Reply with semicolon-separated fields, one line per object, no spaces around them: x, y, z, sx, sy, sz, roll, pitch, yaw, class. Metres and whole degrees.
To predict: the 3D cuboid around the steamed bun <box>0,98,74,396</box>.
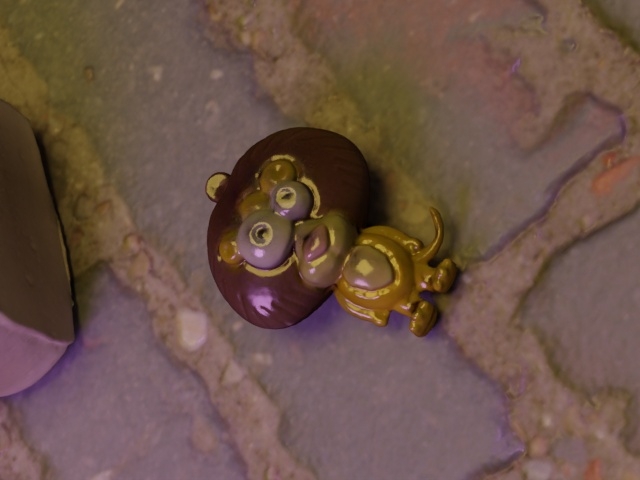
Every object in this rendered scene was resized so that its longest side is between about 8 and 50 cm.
-0.301;0.006;1.465;0.164;0.146;0.242;-25;64;19;steamed bun

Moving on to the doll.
0.004;-0.008;1.322;0.188;0.096;0.145;2;83;21;doll
